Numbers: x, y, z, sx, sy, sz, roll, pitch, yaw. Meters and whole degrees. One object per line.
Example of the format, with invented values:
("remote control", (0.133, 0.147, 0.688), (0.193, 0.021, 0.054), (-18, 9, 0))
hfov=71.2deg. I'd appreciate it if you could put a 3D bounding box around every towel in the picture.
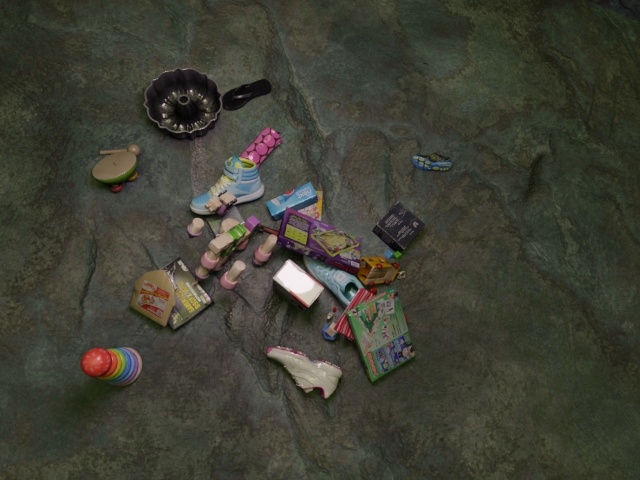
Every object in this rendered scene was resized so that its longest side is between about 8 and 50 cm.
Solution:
("towel", (0.203, 0.325, 1.744), (0.275, 0.031, 0.198), (34, 88, -28))

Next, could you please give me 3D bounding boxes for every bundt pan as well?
("bundt pan", (-0.592, -0.584, 1.964), (0.331, 0.124, 0.330), (2, 72, -8))

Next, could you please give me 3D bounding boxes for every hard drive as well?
("hard drive", (-0.400, -0.080, 1.885), (0.135, 0.022, 0.094), (-28, 79, -15))

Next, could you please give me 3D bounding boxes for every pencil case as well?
("pencil case", (-0.262, -0.402, 1.973), (0.098, 0.095, 0.209), (43, 73, -15))

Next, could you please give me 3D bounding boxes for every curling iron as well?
("curling iron", (-0.175, -0.015, 1.884), (0.274, 0.035, 0.068), (22, 34, -4))

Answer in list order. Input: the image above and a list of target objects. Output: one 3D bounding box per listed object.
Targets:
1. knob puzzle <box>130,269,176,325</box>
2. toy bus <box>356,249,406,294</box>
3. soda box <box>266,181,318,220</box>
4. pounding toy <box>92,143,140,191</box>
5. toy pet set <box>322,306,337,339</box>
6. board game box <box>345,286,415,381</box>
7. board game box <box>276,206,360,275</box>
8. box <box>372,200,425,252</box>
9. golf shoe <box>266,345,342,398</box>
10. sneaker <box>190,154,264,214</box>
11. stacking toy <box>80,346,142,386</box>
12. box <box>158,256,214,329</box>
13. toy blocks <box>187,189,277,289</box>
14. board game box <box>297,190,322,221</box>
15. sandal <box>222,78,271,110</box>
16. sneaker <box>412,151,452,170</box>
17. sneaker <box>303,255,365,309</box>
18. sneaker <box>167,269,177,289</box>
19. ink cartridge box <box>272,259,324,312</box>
("knob puzzle", (-0.615, 0.198, 1.683), (0.213, 0.030, 0.213), (1, 93, 18))
("toy bus", (0.241, 0.116, 1.863), (0.191, 0.202, 0.104), (-36, 50, -9))
("soda box", (-0.119, -0.165, 1.903), (0.210, 0.067, 0.071), (-25, 71, -3))
("pounding toy", (-0.832, -0.288, 1.866), (0.183, 0.110, 0.236), (-14, 45, -1))
("toy pet set", (0.063, 0.352, 1.805), (0.122, 0.065, 0.114), (42, 37, 3))
("board game box", (0.237, 0.364, 1.727), (0.214, 0.046, 0.317), (-25, 112, -16))
("board game box", (0.000, 0.000, 1.814), (0.347, 0.056, 0.208), (23, 41, -11))
("box", (0.338, -0.054, 1.939), (0.158, 0.093, 0.156), (43, 72, 8))
("golf shoe", (-0.073, 0.499, 1.703), (0.306, 0.115, 0.140), (21, 74, 0))
("sneaker", (-0.394, -0.240, 1.828), (0.319, 0.208, 0.127), (-23, 49, -18))
("stacking toy", (-0.715, 0.425, 1.521), (0.141, 0.330, 0.141), (2, 73, -7))
("box", (-0.559, 0.207, 1.756), (0.183, 0.056, 0.231), (-36, 80, -17))
("toy blocks", (-0.382, 0.031, 1.741), (0.309, 0.260, 0.288), (43, 40, 4))
("board game box", (-0.047, -0.144, 1.950), (0.104, 0.026, 0.154), (5, 72, -6))
("sandal", (-0.346, -0.686, 2.065), (0.255, 0.054, 0.097), (-33, 80, -16))
("sneaker", (0.517, -0.372, 2.087), (0.188, 0.067, 0.078), (5, 51, -4))
("sneaker", (0.078, 0.150, 1.808), (0.366, 0.150, 0.135), (45, 71, 6))
("sneaker", (-0.571, 0.168, 1.718), (0.044, 0.040, 0.109), (3, 81, -10))
("ink cartridge box", (-0.091, 0.184, 1.732), (0.172, 0.237, 0.100), (39, 75, 5))
